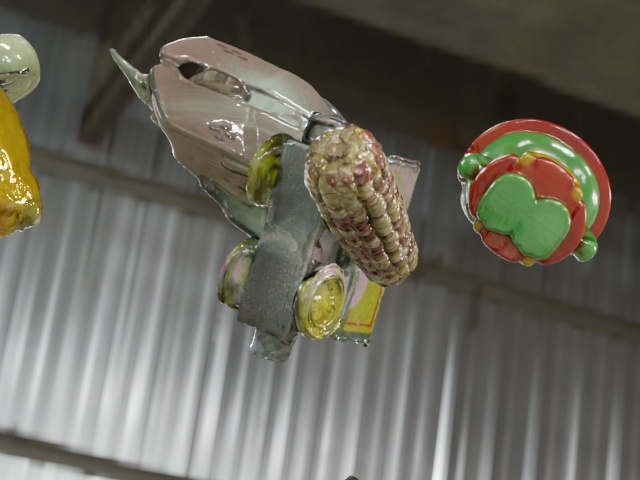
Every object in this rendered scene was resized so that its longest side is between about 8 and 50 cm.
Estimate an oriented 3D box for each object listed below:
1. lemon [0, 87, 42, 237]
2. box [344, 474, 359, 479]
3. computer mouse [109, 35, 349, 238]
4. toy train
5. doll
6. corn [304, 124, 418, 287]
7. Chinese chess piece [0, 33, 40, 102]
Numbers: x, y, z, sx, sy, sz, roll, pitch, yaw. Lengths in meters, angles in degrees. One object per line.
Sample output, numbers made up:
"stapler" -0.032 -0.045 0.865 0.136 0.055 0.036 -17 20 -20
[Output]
"lemon" -0.338 -0.073 1.491 0.256 0.188 0.188 28 -19 15
"box" 0.044 0.455 1.795 0.345 0.251 0.204 45 -20 34
"computer mouse" -0.069 -0.129 2.134 0.389 0.199 0.115 37 -47 -20
"toy train" 0.000 0.000 1.934 0.134 0.261 0.177 19 5 34
"doll" 0.251 -0.060 2.166 0.182 0.160 0.363 29 6 3
"corn" 0.044 -0.025 1.679 0.079 0.080 0.237 0 -27 19
"Chinese chess piece" -0.417 -0.201 2.276 0.144 0.058 0.144 -21 -11 -4
